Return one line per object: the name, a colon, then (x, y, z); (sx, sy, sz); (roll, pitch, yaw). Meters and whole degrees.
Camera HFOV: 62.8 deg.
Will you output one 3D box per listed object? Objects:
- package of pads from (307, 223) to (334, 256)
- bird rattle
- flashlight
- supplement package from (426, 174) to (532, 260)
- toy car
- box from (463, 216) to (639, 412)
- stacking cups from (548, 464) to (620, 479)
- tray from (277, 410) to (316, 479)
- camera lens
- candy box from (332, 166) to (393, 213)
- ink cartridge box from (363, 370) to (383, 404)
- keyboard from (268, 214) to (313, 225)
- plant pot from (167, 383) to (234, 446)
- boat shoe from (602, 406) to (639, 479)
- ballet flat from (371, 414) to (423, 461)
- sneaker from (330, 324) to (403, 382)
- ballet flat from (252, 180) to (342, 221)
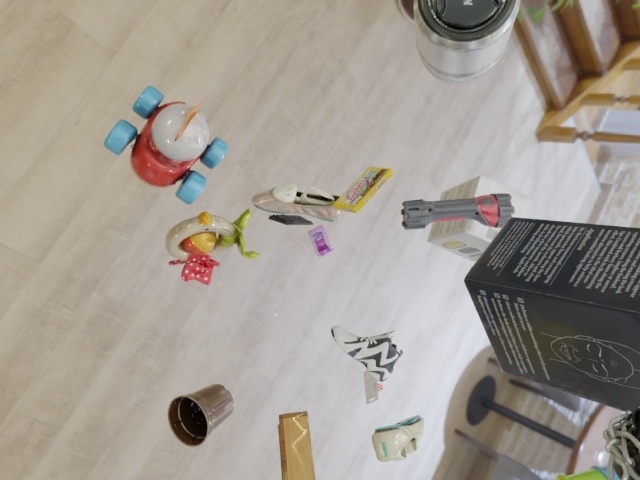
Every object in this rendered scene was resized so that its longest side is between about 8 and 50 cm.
package of pads: (0.000, 0.000, 1.489); (0.050, 0.083, 0.032); (-28, 150, 10)
bird rattle: (-0.277, 0.000, 1.251); (0.207, 0.253, 0.143); (35, 41, -56)
flashlight: (0.383, -0.076, 1.480); (0.303, 0.103, 0.103); (-6, 99, -1)
supplement package: (0.521, -0.064, 1.741); (0.199, 0.262, 0.198); (22, 78, -11)
toy car: (-0.286, -0.227, 1.085); (0.219, 0.238, 0.210); (37, 59, -20)
box: (0.531, 0.142, 1.007); (0.212, 0.395, 0.294); (-45, 123, -26)
stacking cups: (0.501, 0.410, 0.879); (0.315, 0.096, 0.096); (-14, 114, -7)
tray: (-0.053, 0.608, 1.249); (0.076, 0.203, 0.411); (-4, 133, -7)
camera lens: (0.326, -0.500, 1.198); (0.274, 0.219, 0.220); (17, 89, -78)
candy box: (0.140, -0.169, 1.720); (0.206, 0.105, 0.027); (-47, 124, -24)
ink cartridge box: (0.178, 0.486, 1.752); (0.029, 0.062, 0.115); (25, 45, -31)
keyboard: (-0.111, -0.077, 1.843); (0.180, 0.108, 0.023); (-1, 107, -60)
plant pot: (-0.379, 0.557, 1.712); (0.165, 0.166, 0.167); (-14, 112, -62)
boat shoe: (0.363, 0.239, 0.563); (0.113, 0.104, 0.307); (-45, 130, -63)
ballet flat: (0.185, 0.457, 1.202); (0.248, 0.086, 0.086); (18, 89, -59)
sneaker: (0.158, 0.315, 1.649); (0.153, 0.235, 0.094); (-49, 169, 5)
ballet flat: (-0.071, -0.145, 1.784); (0.315, 0.108, 0.106); (7, 129, -17)
